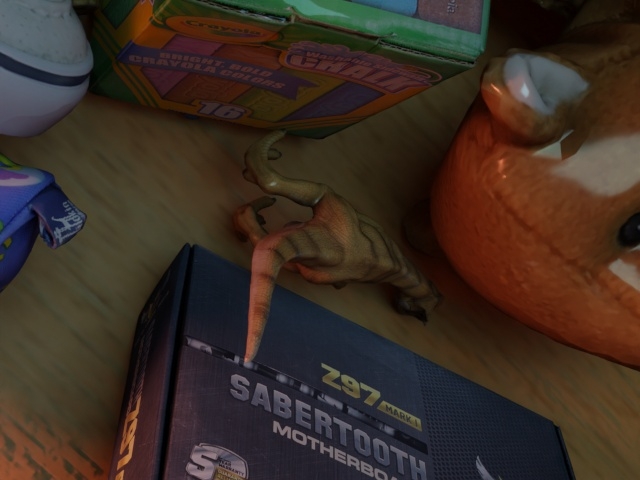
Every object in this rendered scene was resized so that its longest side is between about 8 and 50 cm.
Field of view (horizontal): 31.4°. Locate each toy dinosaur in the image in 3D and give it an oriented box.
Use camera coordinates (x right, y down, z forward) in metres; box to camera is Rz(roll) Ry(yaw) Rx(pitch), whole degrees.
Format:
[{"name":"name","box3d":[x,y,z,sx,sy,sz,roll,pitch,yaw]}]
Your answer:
[{"name":"toy dinosaur","box3d":[0.000,0.000,0.534,0.211,0.112,0.064,9,114,-59]}]

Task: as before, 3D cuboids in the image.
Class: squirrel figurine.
[{"name":"squirrel figurine","box3d":[0.189,-0.129,0.607,0.370,0.281,0.397,-30,81,-14]}]

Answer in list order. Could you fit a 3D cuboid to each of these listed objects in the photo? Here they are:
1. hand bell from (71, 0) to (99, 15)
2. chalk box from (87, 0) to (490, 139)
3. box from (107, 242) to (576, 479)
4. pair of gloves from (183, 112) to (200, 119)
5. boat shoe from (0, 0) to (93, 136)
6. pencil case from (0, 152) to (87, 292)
[{"name":"hand bell","box3d":[-0.126,-0.224,0.526,0.126,0.126,0.242,-8,87,-24]},{"name":"chalk box","box3d":[-0.010,-0.135,0.486,0.132,0.213,0.132,10,79,-21]},{"name":"box","box3d":[0.021,0.116,0.515,0.233,0.183,0.059,28,117,-17]},{"name":"pair of gloves","box3d":[-0.105,-0.147,0.577,0.198,0.023,0.159,10,80,-22]},{"name":"boat shoe","box3d":[-0.190,-0.218,0.448,0.156,0.136,0.367,-41,86,18]},{"name":"pencil case","box3d":[-0.247,-0.062,0.444,0.306,0.133,0.119,40,91,-13]}]
